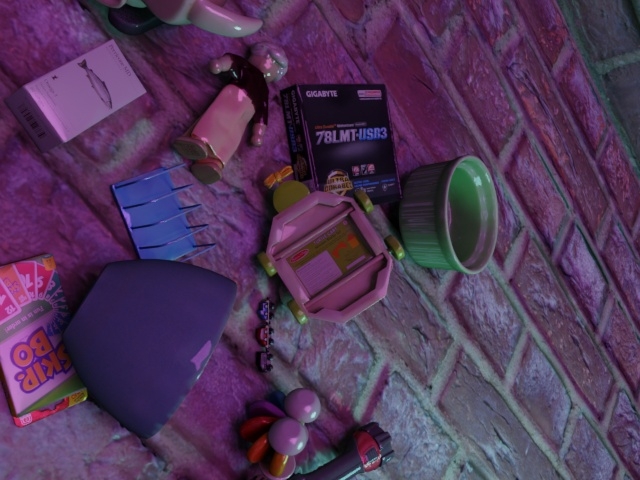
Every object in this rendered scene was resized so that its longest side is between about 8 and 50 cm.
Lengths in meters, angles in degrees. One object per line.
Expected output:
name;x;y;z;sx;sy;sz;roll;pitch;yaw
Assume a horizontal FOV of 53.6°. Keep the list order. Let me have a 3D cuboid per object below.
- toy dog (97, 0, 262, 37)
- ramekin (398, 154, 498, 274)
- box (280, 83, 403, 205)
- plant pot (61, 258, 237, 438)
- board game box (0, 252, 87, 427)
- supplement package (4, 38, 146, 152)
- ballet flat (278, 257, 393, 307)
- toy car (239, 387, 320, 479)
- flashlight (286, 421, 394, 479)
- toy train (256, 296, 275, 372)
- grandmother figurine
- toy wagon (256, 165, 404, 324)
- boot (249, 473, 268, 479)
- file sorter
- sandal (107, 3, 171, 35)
toy dog;-0.196;-0.574;1.127;0.395;0.285;0.408;36;48;3
ramekin;0.331;-0.064;1.645;0.303;0.148;0.304;2;88;-51
box;0.058;-0.219;1.494;0.295;0.073;0.294;-11;95;-42
plant pot;-0.296;0.144;1.030;0.195;0.290;0.290;32;65;-16
board game box;-0.462;0.161;1.023;0.124;0.039;0.260;-20;102;-41
supplement package;-0.405;-0.241;1.057;0.179;0.105;0.105;-46;115;-35
ballet flat;0.047;0.077;1.434;0.316;0.106;0.108;-20;99;-41
toy car;-0.089;0.377;1.275;0.136;0.159;0.182;24;39;6
flashlight;0.027;0.503;1.392;0.304;0.103;0.103;-17;131;-37
toy train;-0.118;0.198;1.331;0.036;0.027;0.158;5;84;-31
grandmother figurine;-0.168;-0.287;1.286;0.342;0.104;0.208;-61;151;-30
toy wagon;0.000;0.000;1.338;0.267;0.068;0.344;-33;85;-7
boot;-0.149;0.666;1.196;0.284;0.138;0.378;-32;102;-39
file sorter;-0.280;-0.043;1.154;0.118;0.104;0.170;-28;105;-39
sandal;-0.295;-0.445;1.205;0.097;0.054;0.254;47;51;11
